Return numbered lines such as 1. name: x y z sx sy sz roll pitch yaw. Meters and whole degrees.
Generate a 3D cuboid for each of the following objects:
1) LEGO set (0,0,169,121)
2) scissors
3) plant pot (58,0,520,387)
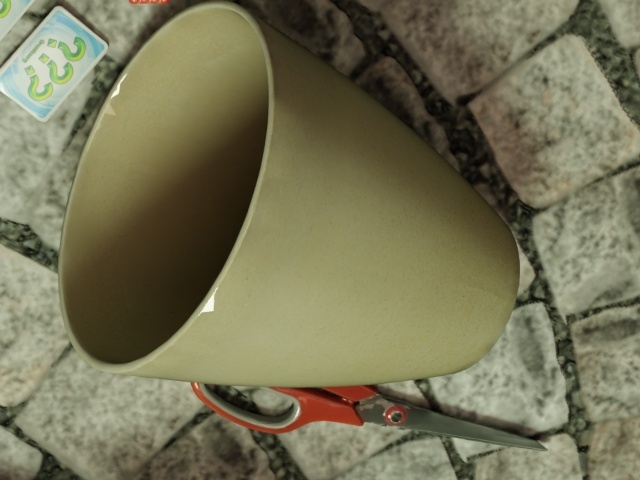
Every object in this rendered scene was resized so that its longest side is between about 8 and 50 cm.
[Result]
1. LEGO set: -0.177 -0.215 1.147 0.182 0.060 0.244 40 99 -25
2. scissors: 0.038 0.141 1.341 0.297 0.021 0.109 29 101 -20
3. plant pot: 0.000 0.000 1.176 0.274 0.256 0.256 19 107 -33
